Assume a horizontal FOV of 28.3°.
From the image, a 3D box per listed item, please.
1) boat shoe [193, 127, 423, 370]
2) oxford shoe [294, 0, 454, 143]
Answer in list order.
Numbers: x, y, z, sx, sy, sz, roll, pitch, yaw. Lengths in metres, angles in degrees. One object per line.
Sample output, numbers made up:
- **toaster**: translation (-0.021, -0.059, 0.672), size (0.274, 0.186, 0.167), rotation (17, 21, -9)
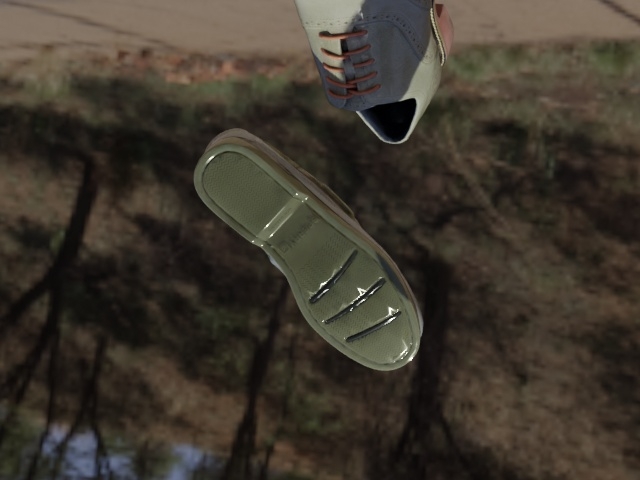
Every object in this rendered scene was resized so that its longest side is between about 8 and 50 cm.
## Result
- **boat shoe**: translation (0.000, 0.000, 1.310), size (0.113, 0.302, 0.103), rotation (-37, -167, 19)
- **oxford shoe**: translation (0.050, -0.214, 1.298), size (0.140, 0.147, 0.397), rotation (6, 167, 24)
